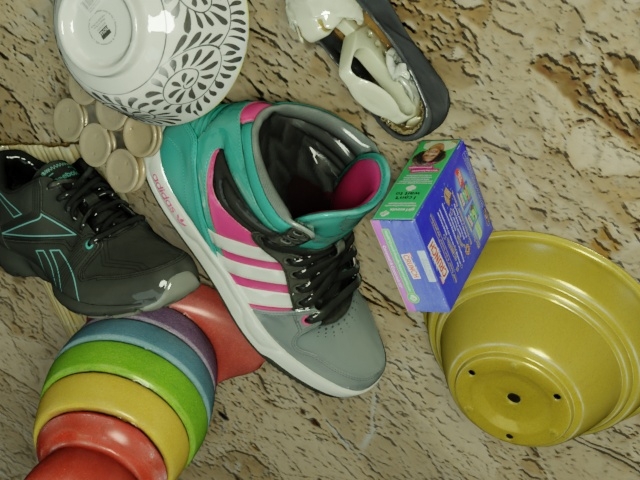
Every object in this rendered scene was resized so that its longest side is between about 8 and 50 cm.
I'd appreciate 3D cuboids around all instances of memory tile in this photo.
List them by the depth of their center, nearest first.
[{"bbox_3d":[-0.160,-0.123,1.241,0.113,0.012,0.148,41,118,26],"label":"memory tile"}]

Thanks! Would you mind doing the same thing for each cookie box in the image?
[{"bbox_3d":[0.088,-0.012,1.186,0.040,0.107,0.092,-2,126,31],"label":"cookie box"}]

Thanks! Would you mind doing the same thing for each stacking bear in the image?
[{"bbox_3d":[-0.178,0.174,1.348,0.164,0.289,0.175,39,128,-15],"label":"stacking bear"}]

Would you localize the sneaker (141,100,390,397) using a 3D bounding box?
[{"bbox_3d":[0.000,0.000,1.246,0.178,0.124,0.295,-16,117,49],"label":"sneaker"}]

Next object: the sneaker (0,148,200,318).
[{"bbox_3d":[-0.207,-0.008,1.309,0.267,0.101,0.106,17,121,43],"label":"sneaker"}]

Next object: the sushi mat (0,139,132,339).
[{"bbox_3d":[-0.213,0.035,1.466,0.151,0.019,0.316,1,128,28],"label":"sushi mat"}]

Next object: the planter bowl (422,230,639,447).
[{"bbox_3d":[0.170,0.103,1.255,0.217,0.090,0.217,16,133,18],"label":"planter bowl"}]

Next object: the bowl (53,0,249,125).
[{"bbox_3d":[-0.145,-0.165,1.158,0.170,0.080,0.170,7,105,28],"label":"bowl"}]

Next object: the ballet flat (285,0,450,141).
[{"bbox_3d":[0.023,-0.153,1.127,0.074,0.074,0.203,-23,114,41],"label":"ballet flat"}]
